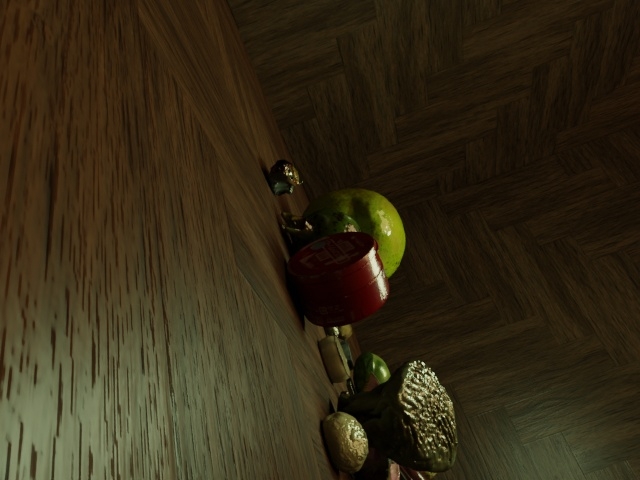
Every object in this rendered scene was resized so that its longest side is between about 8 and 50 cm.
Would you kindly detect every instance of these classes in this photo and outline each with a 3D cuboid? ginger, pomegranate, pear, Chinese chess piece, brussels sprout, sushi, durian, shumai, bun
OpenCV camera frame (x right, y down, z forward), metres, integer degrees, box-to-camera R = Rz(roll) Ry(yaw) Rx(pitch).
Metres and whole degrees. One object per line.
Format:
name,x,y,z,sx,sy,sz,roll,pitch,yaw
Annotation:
ginger,0.070,0.307,1.949,0.095,0.069,0.190,43,-12,31
pomegranate,0.000,0.000,1.512,0.263,0.211,0.211,36,25,-38
pear,0.099,-0.007,1.803,0.391,0.391,0.391,-20,90,-88
Chinese chess piece,0.036,0.308,1.389,0.122,0.051,0.122,-21,90,-86
brussels sprout,0.174,0.480,1.856,0.145,0.131,0.183,141,-57,-75
sushi,-0.110,-0.187,1.629,0.097,0.103,0.226,43,6,-1
durian,0.131,0.508,1.326,0.341,0.112,0.191,-89,170,-60
shumai,0.168,0.398,1.193,0.261,0.222,0.225,44,43,-22
bun,0.049,0.364,0.974,0.115,0.069,0.115,-21,90,-88

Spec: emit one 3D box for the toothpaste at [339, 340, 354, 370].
toothpaste,0.095,0.419,1.969,0.164,0.034,0.046,-102,172,-74

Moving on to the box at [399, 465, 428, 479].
box,0.310,0.793,1.626,0.404,0.108,0.263,55,-11,-21

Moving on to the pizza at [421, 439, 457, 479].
pizza,0.309,0.725,1.793,0.089,0.324,0.223,-145,-115,-67

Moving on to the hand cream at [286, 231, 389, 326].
hand cream,0.043,0.090,1.270,0.230,0.230,0.149,-103,177,-70

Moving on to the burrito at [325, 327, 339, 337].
burrito,0.018,0.227,1.689,0.058,0.045,0.188,1,71,-80

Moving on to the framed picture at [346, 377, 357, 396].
framed picture,0.130,0.568,1.796,0.150,0.015,0.203,54,16,-83
